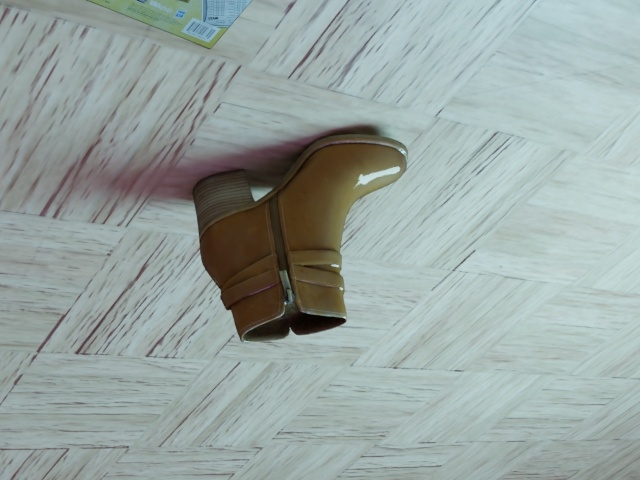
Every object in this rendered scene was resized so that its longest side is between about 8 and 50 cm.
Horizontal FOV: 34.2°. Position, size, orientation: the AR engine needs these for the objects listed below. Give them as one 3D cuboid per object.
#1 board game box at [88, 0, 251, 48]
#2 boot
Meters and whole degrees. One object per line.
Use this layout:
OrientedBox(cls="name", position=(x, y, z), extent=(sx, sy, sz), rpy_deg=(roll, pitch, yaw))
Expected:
OrientedBox(cls="board game box", position=(-0.113, -0.211, 0.582), extent=(0.243, 0.042, 0.165), rpy_deg=(15, 134, -43))
OrientedBox(cls="boot", position=(0.000, 0.000, 0.862), extent=(0.197, 0.152, 0.073), rpy_deg=(-17, 148, -6))
